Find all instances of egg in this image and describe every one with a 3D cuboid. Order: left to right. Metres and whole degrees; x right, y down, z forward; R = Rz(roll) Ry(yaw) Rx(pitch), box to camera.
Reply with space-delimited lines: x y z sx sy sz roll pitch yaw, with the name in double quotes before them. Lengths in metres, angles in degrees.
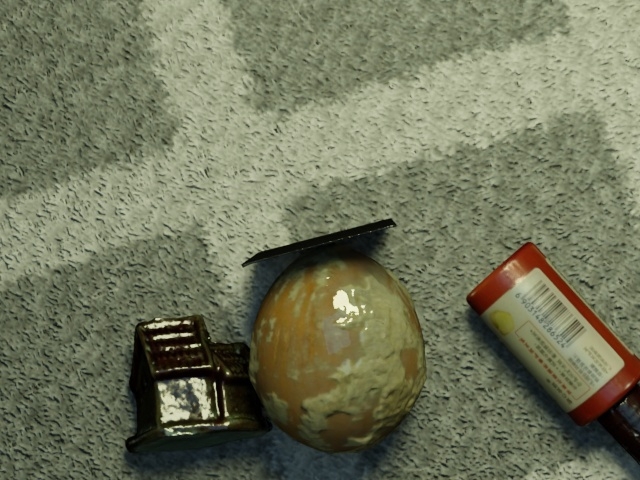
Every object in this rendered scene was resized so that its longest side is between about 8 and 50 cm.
"egg" 0.017 0.122 1.529 0.203 0.203 0.245 -2 117 4

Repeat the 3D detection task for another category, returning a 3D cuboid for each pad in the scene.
"pad" 0.000 0.000 1.527 0.170 0.245 0.006 -14 93 2

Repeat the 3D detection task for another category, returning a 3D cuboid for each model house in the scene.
"model house" -0.147 0.163 1.602 0.165 0.106 0.152 -4 78 -12

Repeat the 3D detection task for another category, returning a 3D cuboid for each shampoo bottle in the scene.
"shampoo bottle" 0.294 0.135 1.563 0.104 0.104 0.278 -42 83 -1
